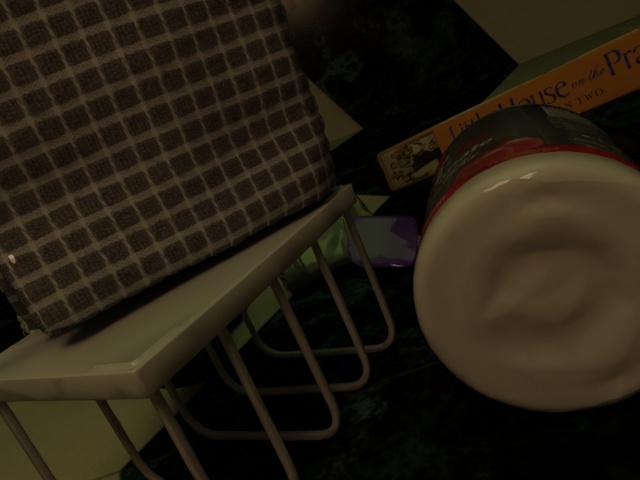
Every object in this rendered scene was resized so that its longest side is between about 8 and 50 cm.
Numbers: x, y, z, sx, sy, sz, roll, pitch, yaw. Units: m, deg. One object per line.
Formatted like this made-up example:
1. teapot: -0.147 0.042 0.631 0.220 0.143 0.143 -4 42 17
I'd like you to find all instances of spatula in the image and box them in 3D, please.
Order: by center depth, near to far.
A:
1. spatula: 0.173 -0.015 0.734 0.296 0.030 0.084 -10 54 26

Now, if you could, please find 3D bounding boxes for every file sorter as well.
1. file sorter: -0.081 0.097 0.482 0.192 0.173 0.277 -12 19 34

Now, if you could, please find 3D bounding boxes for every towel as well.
1. towel: -0.137 -0.089 0.429 0.283 0.235 0.121 -31 24 -26

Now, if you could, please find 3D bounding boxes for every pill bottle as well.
1. pill bottle: 0.179 -0.019 0.496 0.176 0.176 0.318 -18 15 20

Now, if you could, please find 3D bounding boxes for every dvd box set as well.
1. dvd box set: 0.316 -0.184 0.732 0.420 0.062 0.307 -21 2 39

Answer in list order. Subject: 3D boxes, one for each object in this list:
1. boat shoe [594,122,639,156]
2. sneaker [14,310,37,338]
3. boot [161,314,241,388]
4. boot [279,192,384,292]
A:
1. boat shoe: 0.382 -0.134 0.788 0.125 0.046 0.038 10 10 -4
2. sneaker: -0.464 0.153 1.033 0.118 0.110 0.292 -23 21 -30
3. boot: -0.229 0.133 0.748 0.222 0.118 0.338 -24 3 7
4. boot: 0.000 0.000 0.889 0.165 0.077 0.213 -24 22 -4
